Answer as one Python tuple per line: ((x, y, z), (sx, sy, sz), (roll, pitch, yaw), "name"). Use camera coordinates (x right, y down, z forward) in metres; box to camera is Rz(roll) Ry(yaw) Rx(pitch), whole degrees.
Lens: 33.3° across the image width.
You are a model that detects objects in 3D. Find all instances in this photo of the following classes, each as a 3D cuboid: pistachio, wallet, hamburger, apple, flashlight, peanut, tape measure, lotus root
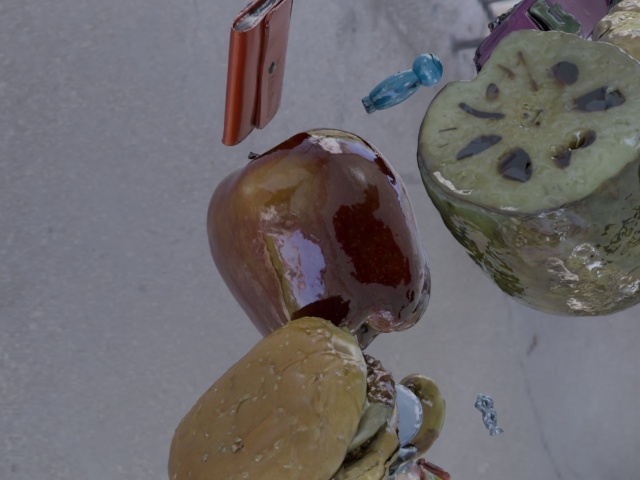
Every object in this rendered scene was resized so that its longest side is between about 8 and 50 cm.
((0.189, 0.351, 2.153), (0.100, 0.110, 0.189), (-5, 107, -38), "pistachio")
((-0.089, -0.246, 1.516), (0.142, 0.045, 0.204), (-51, 160, -42), "wallet")
((-0.046, 0.222, 1.218), (0.283, 0.259, 0.144), (-40, 115, -5), "hamburger")
((0.000, 0.000, 1.441), (0.288, 0.288, 0.317), (-6, 67, -54), "apple")
((0.118, -0.228, 1.553), (0.051, 0.129, 0.051), (60, 9, -17), "flashlight")
((0.355, -0.217, 1.197), (0.104, 0.085, 0.228), (38, 31, 5), "peanut")
((0.351, -0.321, 1.614), (0.149, 0.245, 0.231), (48, 51, 3), "tape measure")
((0.257, -0.043, 1.095), (0.346, 0.250, 0.250), (38, 56, -56), "lotus root")

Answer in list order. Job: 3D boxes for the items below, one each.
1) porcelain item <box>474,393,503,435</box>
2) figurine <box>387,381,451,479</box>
((0.323, 0.332, 2.048), (0.028, 0.036, 0.083), (91, -23, -73), "porcelain item")
((0.099, 0.484, 2.006), (0.248, 0.276, 0.388), (-43, 141, -39), "figurine")
